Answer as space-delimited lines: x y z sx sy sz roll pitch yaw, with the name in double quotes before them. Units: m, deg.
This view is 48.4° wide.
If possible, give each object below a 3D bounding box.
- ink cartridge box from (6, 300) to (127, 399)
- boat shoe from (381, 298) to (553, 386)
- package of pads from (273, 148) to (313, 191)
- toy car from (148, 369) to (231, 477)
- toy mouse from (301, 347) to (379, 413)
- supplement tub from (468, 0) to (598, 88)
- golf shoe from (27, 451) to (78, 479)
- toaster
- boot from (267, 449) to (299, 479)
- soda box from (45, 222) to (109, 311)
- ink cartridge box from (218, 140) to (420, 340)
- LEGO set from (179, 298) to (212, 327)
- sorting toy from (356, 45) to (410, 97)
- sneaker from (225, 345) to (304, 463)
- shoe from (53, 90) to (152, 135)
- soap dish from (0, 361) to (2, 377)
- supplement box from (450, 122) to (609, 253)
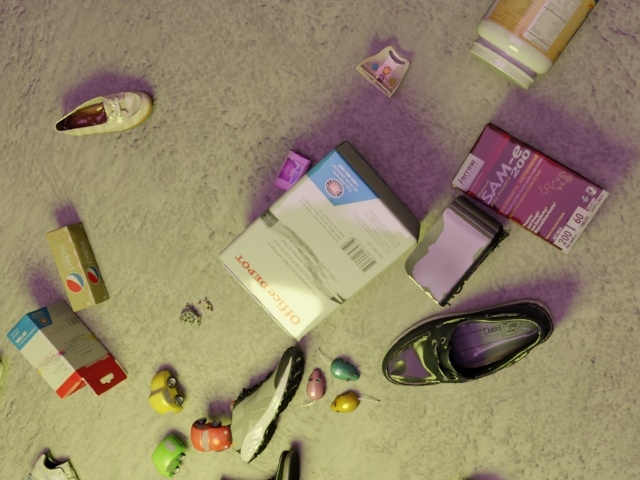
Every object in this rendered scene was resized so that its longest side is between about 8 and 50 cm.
"ink cartridge box" -0.542 0.250 1.540 0.078 0.134 0.231 -44 85 17
"boat shoe" 0.263 0.204 1.321 0.340 0.113 0.127 -16 95 17
"package of pads" -0.054 -0.132 1.396 0.050 0.032 0.083 29 106 5
"toy car" -0.313 0.426 1.526 0.239 0.053 0.225 36 116 25
"toy mouse" 0.020 0.288 1.445 0.161 0.031 0.143 -19 93 18
"supplement tub" 0.354 -0.370 1.187 0.144 0.144 0.199 36 107 7
"golf shoe" -0.590 0.556 1.641 0.176 0.069 0.086 26 99 9
"toaster" 0.243 0.011 1.267 0.110 0.168 0.185 39 107 7
"boot" -0.145 0.535 1.504 0.179 0.085 0.236 14 103 15
"soda box" -0.526 0.056 1.544 0.061 0.058 0.181 -18 95 17
"ink cartridge box" 0.000 0.000 1.338 0.307 0.129 0.223 -41 95 19
"LEGO set" -0.269 0.155 1.507 0.054 0.023 0.083 42 107 6
"sorting toy" 0.123 -0.316 1.315 0.083 0.045 0.075 43 100 6
"sneaker" -0.122 0.327 1.458 0.108 0.100 0.271 33 106 13
"shoe" -0.450 -0.257 1.471 0.219 0.058 0.076 -12 96 17
"soap dish" -0.903 0.333 1.662 0.291 0.118 0.229 24 104 12
"supplement box" 0.368 -0.095 1.266 0.239 0.073 0.130 32 106 9
